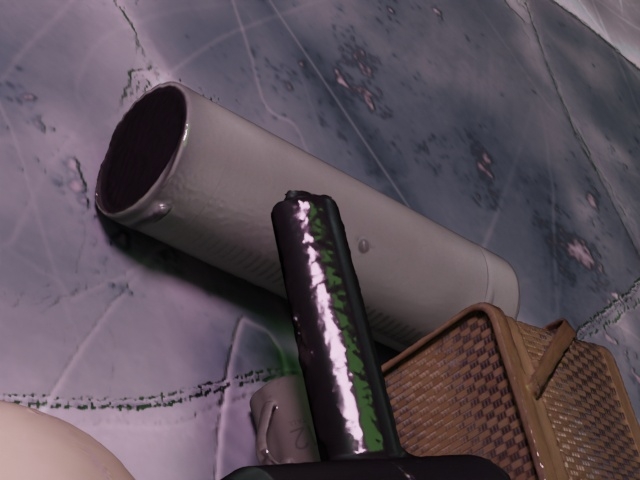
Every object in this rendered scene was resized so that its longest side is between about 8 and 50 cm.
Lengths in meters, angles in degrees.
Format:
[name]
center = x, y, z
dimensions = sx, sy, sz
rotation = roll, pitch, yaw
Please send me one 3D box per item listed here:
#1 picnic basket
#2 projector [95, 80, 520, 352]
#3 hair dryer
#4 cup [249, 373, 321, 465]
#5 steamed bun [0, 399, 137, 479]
[picnic basket]
center = 0.133, 0.191, 1.037
dimensions = 0.139, 0.165, 0.267
rotation = 20, 44, -40
[projector]
center = 0.000, 0.000, 1.119
dimensions = 0.337, 0.108, 0.108
rotation = 27, 39, -34
[hair dryer]
center = -0.023, 0.101, 0.920
dimensions = 0.244, 0.116, 0.302
rotation = 5, 59, -35
[cup]
center = -0.022, 0.138, 1.010
dimensions = 0.075, 0.054, 0.083
rotation = -2, 55, -32
[steamed bun]
center = -0.128, 0.222, 0.483
dimensions = 0.272, 0.273, 0.290
rotation = 79, -9, -56
